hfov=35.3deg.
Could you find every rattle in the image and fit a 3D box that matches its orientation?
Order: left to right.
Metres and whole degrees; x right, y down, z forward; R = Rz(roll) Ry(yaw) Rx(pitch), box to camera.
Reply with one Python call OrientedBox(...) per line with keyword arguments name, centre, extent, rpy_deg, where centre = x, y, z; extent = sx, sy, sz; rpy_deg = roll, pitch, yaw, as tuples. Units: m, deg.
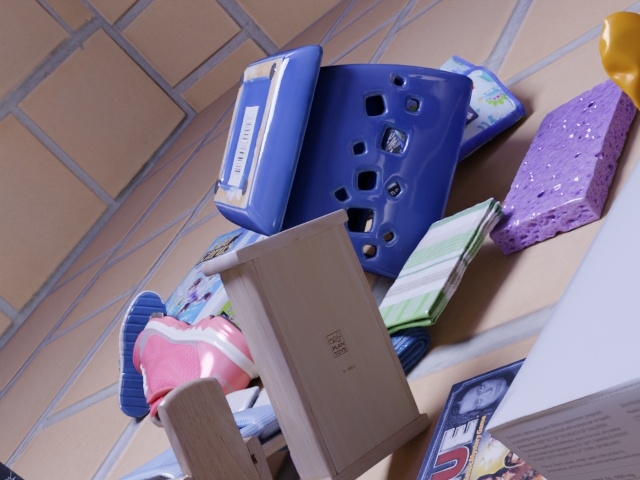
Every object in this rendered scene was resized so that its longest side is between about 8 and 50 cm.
OrientedBox(name="rattle", centre=(0.284, -0.095, 0.769), extent=(0.130, 0.143, 0.200), rpy_deg=(-13, 23, 27))

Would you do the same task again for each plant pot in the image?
OrientedBox(name="plant pot", centre=(0.010, -0.093, 1.134), extent=(0.236, 0.212, 0.236), rpy_deg=(-161, 84, -70))

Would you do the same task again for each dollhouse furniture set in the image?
OrientedBox(name="dollhouse furniture set", centre=(-0.117, 0.136, 0.860), extent=(0.303, 0.198, 0.286), rpy_deg=(-23, 0, 42))

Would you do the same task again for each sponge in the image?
OrientedBox(name="sponge", centre=(0.248, -0.080, 1.001), extent=(0.117, 0.031, 0.210), rpy_deg=(-28, 23, 47))

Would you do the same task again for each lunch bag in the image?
OrientedBox(name="lunch bag", centre=(0.169, -0.154, 1.270), extent=(0.129, 0.096, 0.151), rpy_deg=(-37, 36, -3))

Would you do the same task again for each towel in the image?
OrientedBox(name="towel", centre=(0.064, 0.101, 0.998), extent=(0.067, 0.029, 0.119), rpy_deg=(-45, 16, -6))
OrientedBox(name="towel", centre=(0.112, 0.030, 0.977), extent=(0.152, 0.023, 0.113), rpy_deg=(-55, 15, -28))

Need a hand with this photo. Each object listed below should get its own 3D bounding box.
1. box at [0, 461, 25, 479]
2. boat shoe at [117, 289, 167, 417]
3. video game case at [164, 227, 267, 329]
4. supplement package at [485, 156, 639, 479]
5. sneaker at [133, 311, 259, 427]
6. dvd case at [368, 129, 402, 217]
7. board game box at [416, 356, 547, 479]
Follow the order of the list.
OrientedBox(name="box", centre=(-0.415, 0.402, 1.177), extent=(0.142, 0.163, 0.247), rpy_deg=(-42, 15, 20))
OrientedBox(name="boat shoe", centre=(-0.269, 0.163, 1.470), extent=(0.066, 0.066, 0.183), rpy_deg=(174, 107, -73))
OrientedBox(name="video game case", centre=(-0.152, 0.073, 1.542), extent=(0.244, 0.061, 0.269), rpy_deg=(-52, 18, -28))
OrientedBox(name="supplement package", centre=(0.239, 0.019, 0.496), extent=(0.262, 0.145, 0.204), rpy_deg=(-53, 5, -28))
OrientedBox(name="sneaker", centre=(-0.189, 0.173, 1.286), extent=(0.136, 0.116, 0.314), rpy_deg=(-53, 18, -25))
OrientedBox(name="dvd case", centre=(0.107, -0.116, 1.439), extent=(0.179, 0.029, 0.239), rpy_deg=(-30, 22, 39))
OrientedBox(name="board game box", centre=(0.124, 0.172, 0.651), extent=(0.165, 0.042, 0.243), rpy_deg=(-30, 21, 42))
